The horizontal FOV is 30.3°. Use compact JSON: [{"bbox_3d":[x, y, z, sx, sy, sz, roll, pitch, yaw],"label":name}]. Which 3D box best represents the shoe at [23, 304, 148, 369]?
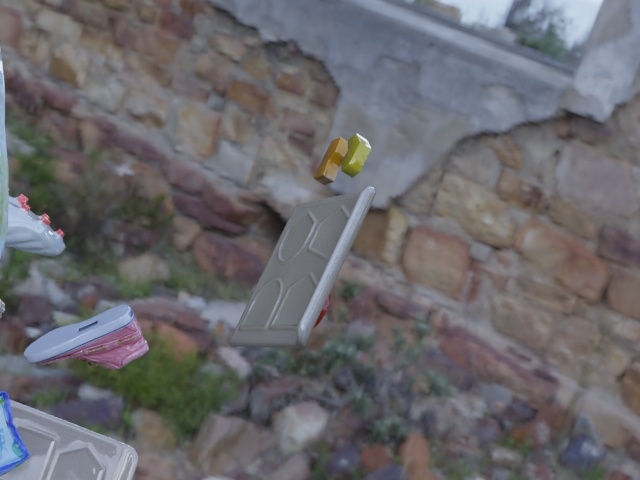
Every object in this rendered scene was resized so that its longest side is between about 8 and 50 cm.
[{"bbox_3d":[-0.352,0.167,1.790,0.178,0.081,0.063,-22,25,2],"label":"shoe"}]

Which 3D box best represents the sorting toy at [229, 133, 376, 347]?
[{"bbox_3d":[0.000,0.000,1.482,0.041,0.307,0.229,32,-18,-19],"label":"sorting toy"}]

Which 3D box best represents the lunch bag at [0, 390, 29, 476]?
[{"bbox_3d":[-0.386,0.218,1.160,0.151,0.129,0.096,-13,80,-51],"label":"lunch bag"}]

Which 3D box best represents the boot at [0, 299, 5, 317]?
[{"bbox_3d":[-0.534,0.128,1.698,0.059,0.158,0.084,27,-16,34],"label":"boot"}]

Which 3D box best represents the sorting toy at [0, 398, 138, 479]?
[{"bbox_3d":[-0.330,0.298,1.356,0.208,0.193,0.038,28,-21,-30],"label":"sorting toy"}]

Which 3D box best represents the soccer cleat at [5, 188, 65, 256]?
[{"bbox_3d":[-0.347,-0.021,1.227,0.068,0.076,0.196,39,1,38],"label":"soccer cleat"}]

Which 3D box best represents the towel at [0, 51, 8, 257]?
[{"bbox_3d":[-0.271,-0.191,0.677,0.090,0.374,0.320,-14,51,-2],"label":"towel"}]
